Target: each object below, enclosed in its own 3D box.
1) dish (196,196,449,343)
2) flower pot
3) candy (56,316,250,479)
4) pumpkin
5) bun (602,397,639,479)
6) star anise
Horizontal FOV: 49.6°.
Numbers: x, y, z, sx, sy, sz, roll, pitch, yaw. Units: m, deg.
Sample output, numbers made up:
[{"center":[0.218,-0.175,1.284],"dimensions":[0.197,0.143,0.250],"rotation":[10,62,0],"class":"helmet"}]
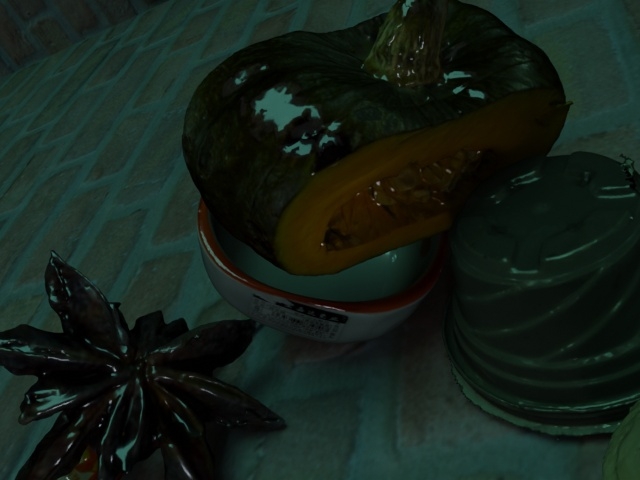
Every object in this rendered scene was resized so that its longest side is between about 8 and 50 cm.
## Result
[{"center":[0.000,0.000,0.696],"dimensions":[0.256,0.117,0.256],"rotation":[5,51,-6],"class":"dish"},{"center":[0.192,0.022,0.547],"dimensions":[0.235,0.140,0.235],"rotation":[-19,36,14],"class":"flower pot"},{"center":[-0.167,0.162,0.718],"dimensions":[0.287,0.078,0.084],"rotation":[-41,28,-25],"class":"candy"},{"center":[0.054,-0.097,0.564],"dimensions":[0.317,0.222,0.139],"rotation":[-16,59,-22],"class":"pumpkin"},{"center":[0.269,0.129,0.340],"dimensions":[0.259,0.152,0.259],"rotation":[-22,36,17],"class":"bun"},{"center":[-0.169,0.129,0.631],"dimensions":[0.282,0.129,0.212],"rotation":[11,54,-11],"class":"star anise"}]
